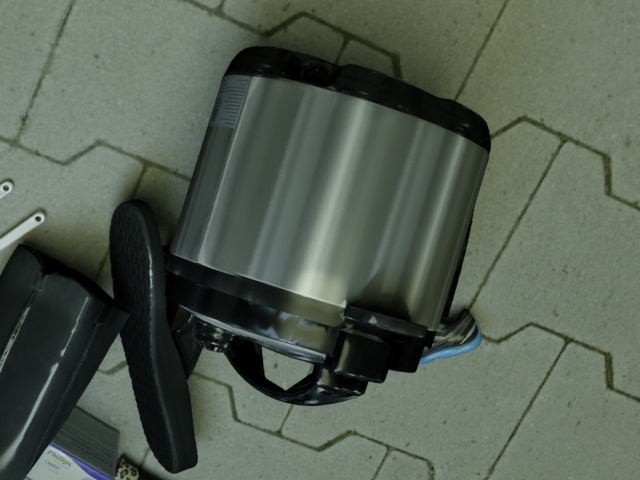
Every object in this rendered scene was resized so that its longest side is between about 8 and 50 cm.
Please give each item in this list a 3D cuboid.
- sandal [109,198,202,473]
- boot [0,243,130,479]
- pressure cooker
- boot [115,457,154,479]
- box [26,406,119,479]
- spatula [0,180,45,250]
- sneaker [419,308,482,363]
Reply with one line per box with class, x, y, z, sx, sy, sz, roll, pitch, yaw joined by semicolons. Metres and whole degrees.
sandal;-0.224;0.132;1.572;0.107;0.167;0.445;-19;122;-27
boot;-0.512;0.202;1.526;0.367;0.146;0.445;28;94;23
pressure cooker;-0.006;-0.002;1.381;0.376;0.370;0.420;17;88;11
boot;-0.306;0.474;1.704;0.179;0.085;0.236;36;92;-16
box;-0.375;0.317;1.610;0.126;0.137;0.072;35;103;-18
spatula;-0.525;-0.017;1.534;0.242;0.019;0.168;-34;105;5
sneaker;0.154;0.152;1.665;0.188;0.067;0.078;-16;90;1
